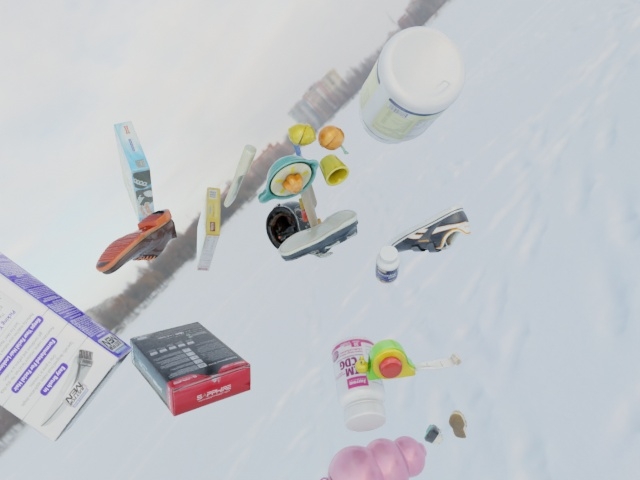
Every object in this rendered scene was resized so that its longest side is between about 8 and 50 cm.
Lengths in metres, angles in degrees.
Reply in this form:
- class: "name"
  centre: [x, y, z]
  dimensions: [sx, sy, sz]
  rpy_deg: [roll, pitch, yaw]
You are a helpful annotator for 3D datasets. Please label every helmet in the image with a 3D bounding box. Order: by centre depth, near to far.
- class: "helmet"
  centre: [-0.085, -0.044, 1.697]
  dimensions: [0.169, 0.169, 0.161]
  rpy_deg: [-41, -18, 21]

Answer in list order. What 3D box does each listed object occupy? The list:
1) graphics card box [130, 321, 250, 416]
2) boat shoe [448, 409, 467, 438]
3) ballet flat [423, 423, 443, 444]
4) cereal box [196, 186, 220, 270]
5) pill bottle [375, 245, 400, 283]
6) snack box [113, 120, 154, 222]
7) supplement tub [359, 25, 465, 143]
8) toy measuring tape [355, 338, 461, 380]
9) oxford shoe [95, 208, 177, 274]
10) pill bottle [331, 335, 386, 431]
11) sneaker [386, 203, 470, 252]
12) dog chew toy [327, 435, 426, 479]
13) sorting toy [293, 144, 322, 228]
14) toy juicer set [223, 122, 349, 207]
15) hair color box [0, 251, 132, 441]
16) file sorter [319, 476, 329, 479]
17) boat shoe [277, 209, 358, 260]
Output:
- class: "graphics card box"
  centre: [-0.391, 0.361, 1.533]
  dimensions: [0.232, 0.094, 0.371]
  rpy_deg: [-11, 19, -35]
- class: "boat shoe"
  centre: [0.541, 0.708, 2.041]
  dimensions: [0.063, 0.170, 0.059]
  rpy_deg: [1, 42, 22]
- class: "ballet flat"
  centre: [0.457, 0.776, 2.080]
  dimensions: [0.074, 0.074, 0.203]
  rpy_deg: [-45, -19, 0]
- class: "cereal box"
  centre: [-0.357, -0.031, 1.652]
  dimensions: [0.240, 0.047, 0.173]
  rpy_deg: [122, 147, -55]
- class: "pill bottle"
  centre: [0.188, 0.067, 1.459]
  dimensions: [0.067, 0.067, 0.120]
  rpy_deg: [-49, -23, -24]
- class: "snack box"
  centre: [-0.591, -0.202, 1.670]
  dimensions: [0.060, 0.187, 0.322]
  rpy_deg: [-18, -23, -22]
- class: "supplement tub"
  centre: [0.242, -0.420, 1.476]
  dimensions: [0.235, 0.235, 0.325]
  rpy_deg: [-47, 1, -12]
- class: "toy measuring tape"
  centre: [0.267, 0.351, 1.591]
  dimensions: [0.330, 0.121, 0.121]
  rpy_deg: [-8, 8, -4]
- class: "oxford shoe"
  centre: [-0.463, 0.020, 1.355]
  dimensions: [0.096, 0.098, 0.271]
  rpy_deg: [-4, 29, 31]
- class: "pill bottle"
  centre: [0.131, 0.482, 1.762]
  dimensions: [0.160, 0.160, 0.283]
  rpy_deg: [-40, 39, 29]
- class: "sneaker"
  centre: [0.396, -0.006, 1.914]
  dimensions: [0.321, 0.128, 0.126]
  rpy_deg: [-30, -13, 30]
- class: "dog chew toy"
  centre: [0.195, 0.746, 1.704]
  dimensions: [0.331, 0.207, 0.206]
  rpy_deg: [-18, 1, -17]
- class: "sorting toy"
  centre: [-0.045, -0.123, 1.488]
  dimensions: [0.047, 0.348, 0.196]
  rpy_deg: [-14, 31, 5]
- class: "toy juicer set"
  centre: [-0.073, -0.175, 1.252]
  dimensions: [0.328, 0.089, 0.209]
  rpy_deg: [-19, -31, -18]
- class: "hair color box"
  centre: [-0.546, 0.179, 0.948]
  dimensions: [0.185, 0.338, 0.110]
  rpy_deg: [-52, 3, -3]
- class: "file sorter"
  centre: [0.074, 0.975, 1.944]
  dimensions: [0.290, 0.182, 0.202]
  rpy_deg: [-1, -57, -57]
- class: "boat shoe"
  centre: [0.000, 0.000, 1.387]
  dimensions: [0.254, 0.079, 0.095]
  rpy_deg: [-32, 35, -33]
